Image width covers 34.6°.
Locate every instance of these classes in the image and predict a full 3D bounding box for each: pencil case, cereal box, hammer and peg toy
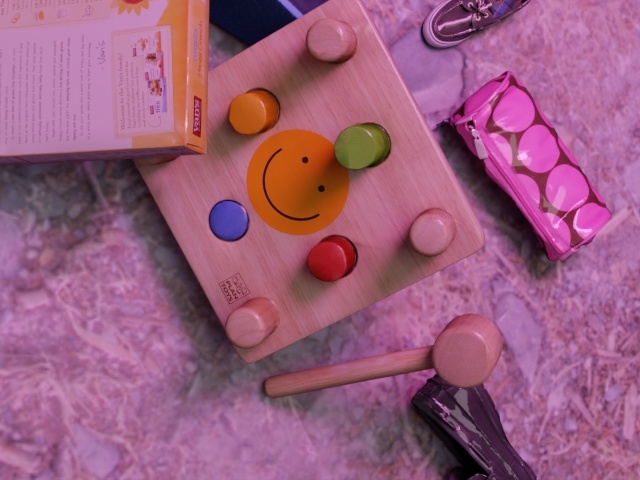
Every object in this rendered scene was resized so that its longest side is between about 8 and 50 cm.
[{"bbox_3d":[0.225,-0.074,1.107,0.209,0.095,0.098,50,34,-10],"label":"pencil case"},{"bbox_3d":[-0.213,-0.154,0.875,0.240,0.047,0.173,-1,84,17],"label":"cereal box"},{"bbox_3d":[0.000,0.000,0.920,0.265,0.127,0.361,-27,92,15],"label":"hammer and peg toy"}]

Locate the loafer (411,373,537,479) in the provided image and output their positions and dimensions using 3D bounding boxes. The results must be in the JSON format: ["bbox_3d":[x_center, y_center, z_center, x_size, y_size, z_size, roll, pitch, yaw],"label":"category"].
[{"bbox_3d":[0.169,0.238,1.067,0.078,0.076,0.223,-31,93,-17],"label":"loafer"}]

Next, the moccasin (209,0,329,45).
[{"bbox_3d":[-0.099,-0.303,0.964,0.342,0.137,0.117,39,67,-17],"label":"moccasin"}]

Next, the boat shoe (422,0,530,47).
[{"bbox_3d":[0.175,-0.254,1.127,0.142,0.040,0.049,-29,97,-23],"label":"boat shoe"}]
